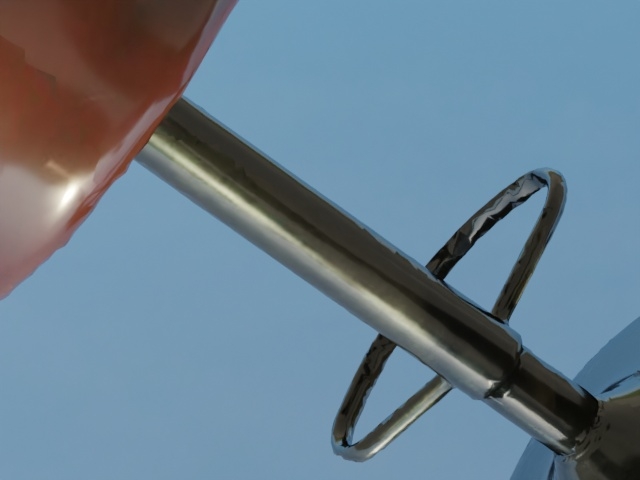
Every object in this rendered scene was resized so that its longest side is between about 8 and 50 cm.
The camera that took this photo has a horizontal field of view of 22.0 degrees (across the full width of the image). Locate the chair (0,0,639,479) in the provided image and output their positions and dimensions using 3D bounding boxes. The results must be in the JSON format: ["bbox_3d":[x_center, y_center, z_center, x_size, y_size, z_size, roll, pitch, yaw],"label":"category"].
[{"bbox_3d":[0.000,0.000,0.689,0.226,0.401,0.226,-47,-160,23],"label":"chair"}]
